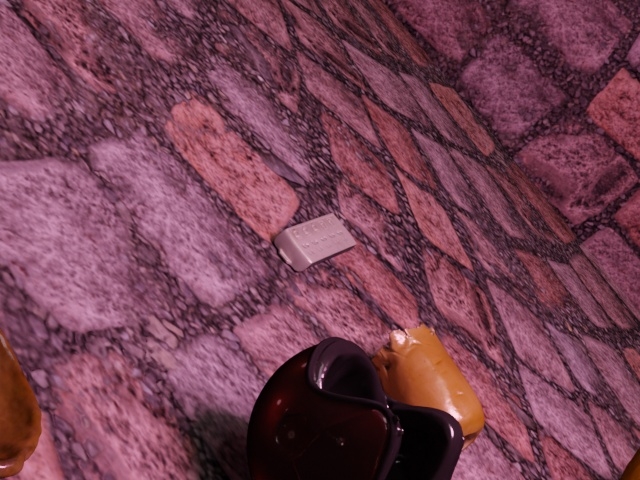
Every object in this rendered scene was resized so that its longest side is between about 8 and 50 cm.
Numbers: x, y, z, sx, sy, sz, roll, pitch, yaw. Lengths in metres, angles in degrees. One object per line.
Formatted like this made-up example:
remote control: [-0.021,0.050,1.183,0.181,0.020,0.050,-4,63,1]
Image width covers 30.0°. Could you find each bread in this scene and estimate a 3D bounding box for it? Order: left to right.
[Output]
bread: [0.149,0.200,1.580,0.134,0.085,0.173,12,42,-59]

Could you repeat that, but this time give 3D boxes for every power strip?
power strip: [0.000,0.000,1.709,0.060,0.027,0.252,52,20,6]

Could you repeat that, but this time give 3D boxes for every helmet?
helmet: [0.026,0.203,1.164,0.189,0.193,0.216,19,49,-59]

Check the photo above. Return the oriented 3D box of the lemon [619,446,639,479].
lemon: [0.599,0.421,1.787,0.348,0.348,0.348,42,22,-21]

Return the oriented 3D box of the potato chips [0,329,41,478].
potato chips: [-0.297,0.096,0.876,0.208,0.062,0.195,44,15,-12]
